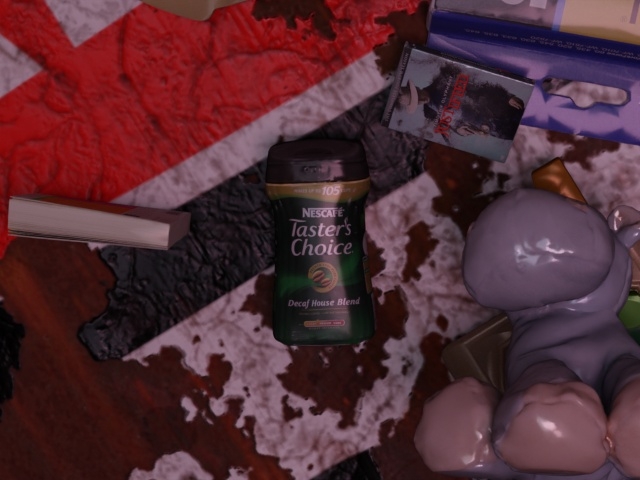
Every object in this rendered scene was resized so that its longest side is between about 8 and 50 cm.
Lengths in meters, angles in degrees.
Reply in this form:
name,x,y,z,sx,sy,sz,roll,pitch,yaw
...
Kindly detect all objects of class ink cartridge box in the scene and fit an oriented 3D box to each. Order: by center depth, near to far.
name,x,y,z,sx,sy,sz,roll,pitch,yaw
ink cartridge box,0.254,-0.240,1.024,0.303,0.072,0.307,10,99,4

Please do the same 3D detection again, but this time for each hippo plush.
name,x,y,z,sx,sy,sz,roll,pitch,yaw
hippo plush,0.222,0.078,0.948,0.234,0.294,0.237,-7,70,33

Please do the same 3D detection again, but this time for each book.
name,x,y,z,sx,sy,sz,roll,pitch,yaw
book,-0.198,-0.020,1.084,0.144,0.096,0.035,7,99,5

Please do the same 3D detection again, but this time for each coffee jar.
name,x,y,z,sx,sy,sz,roll,pitch,yaw
coffee jar,0.000,0.000,1.078,0.096,0.079,0.184,-2,99,5

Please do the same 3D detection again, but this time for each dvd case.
name,x,y,z,sx,sy,sz,roll,pitch,yaw
dvd case,0.121,-0.122,1.063,0.119,0.013,0.087,18,127,2

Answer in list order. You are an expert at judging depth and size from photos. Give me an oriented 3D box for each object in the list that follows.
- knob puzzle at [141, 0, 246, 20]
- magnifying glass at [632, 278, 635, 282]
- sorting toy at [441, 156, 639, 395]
name,x,y,z,sx,sy,sz,roll,pitch,yaw
knob puzzle,-0.123,-0.292,1.065,0.213,0.030,0.213,1,100,4
magnifying glass,0.387,0.031,1.078,0.231,0.026,0.092,15,100,1
sorting toy,0.231,0.095,1.079,0.229,0.041,0.307,-32,97,14
